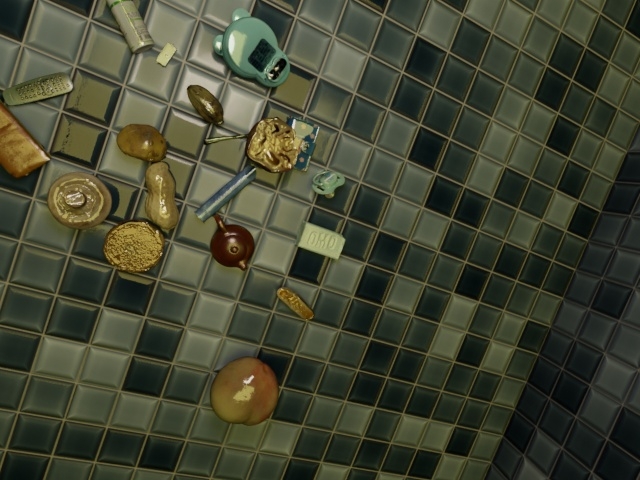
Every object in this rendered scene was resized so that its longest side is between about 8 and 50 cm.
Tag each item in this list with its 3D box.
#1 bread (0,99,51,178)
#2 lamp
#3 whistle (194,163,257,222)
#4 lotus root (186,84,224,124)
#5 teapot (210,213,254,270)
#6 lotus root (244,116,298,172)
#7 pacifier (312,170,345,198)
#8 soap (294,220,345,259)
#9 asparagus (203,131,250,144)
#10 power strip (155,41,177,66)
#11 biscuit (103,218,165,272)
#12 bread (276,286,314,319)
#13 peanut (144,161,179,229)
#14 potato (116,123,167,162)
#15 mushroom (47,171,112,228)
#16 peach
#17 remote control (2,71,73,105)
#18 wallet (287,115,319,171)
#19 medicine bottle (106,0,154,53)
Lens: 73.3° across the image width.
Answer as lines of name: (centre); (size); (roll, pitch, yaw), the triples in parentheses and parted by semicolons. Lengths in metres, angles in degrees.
bread: (-1.101, -0.387, 1.465); (0.138, 0.077, 0.361); (-38, 108, -7)
lamp: (-0.241, -0.698, 1.606); (0.284, 0.147, 0.209); (36, 92, -11)
whistle: (-0.370, -0.190, 1.719); (0.304, 0.062, 0.062); (-42, 109, -4)
lotus root: (-0.429, -0.514, 1.625); (0.179, 0.089, 0.080); (51, 48, -16)
teapot: (-0.359, 0.007, 1.725); (0.178, 0.135, 0.252); (-29, 108, -13)
lotus root: (-0.193, -0.361, 1.672); (0.199, 0.180, 0.188); (30, 86, -20)
pacifier: (0.029, -0.230, 1.817); (0.150, 0.126, 0.117); (-47, 152, -30)
soap: (0.000, 0.000, 1.860); (0.198, 0.063, 0.115); (18, 94, -19)
asparagus: (-0.346, -0.409, 1.704); (0.232, 0.023, 0.022); (-13, 149, -13)
power strip: (-0.568, -0.685, 1.586); (0.040, 0.016, 0.090); (34, 90, -18)
biscuit: (-0.721, 0.022, 1.672); (0.225, 0.042, 0.226); (-4, 103, -17)
bread: (-0.108, 0.272, 1.890); (0.073, 0.053, 0.214); (-45, 112, 1)
peanut: (-0.608, -0.166, 1.630); (0.123, 0.123, 0.257); (-9, 101, -14)
potato: (-0.651, -0.358, 1.573); (0.175, 0.137, 0.137); (13, 97, -21)
mushroom: (-0.851, -0.139, 1.514); (0.207, 0.215, 0.208); (-2, 95, -21)
peach: (-0.311, 0.632, 1.802); (0.292, 0.247, 0.292); (1, 116, 2)
remote control: (-0.976, -0.522, 1.491); (0.221, 0.042, 0.072); (-22, 106, -12)
wallet: (-0.088, -0.393, 1.759); (0.141, 0.059, 0.202); (15, 96, -20)
medicine bottle: (-0.665, -0.763, 1.507); (0.086, 0.086, 0.184); (-26, 106, -9)
